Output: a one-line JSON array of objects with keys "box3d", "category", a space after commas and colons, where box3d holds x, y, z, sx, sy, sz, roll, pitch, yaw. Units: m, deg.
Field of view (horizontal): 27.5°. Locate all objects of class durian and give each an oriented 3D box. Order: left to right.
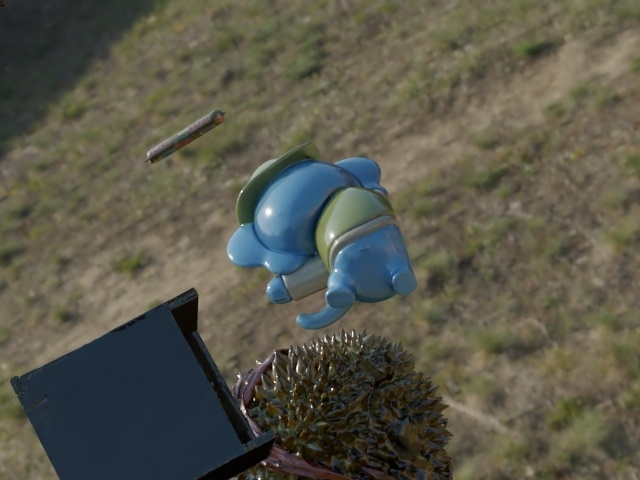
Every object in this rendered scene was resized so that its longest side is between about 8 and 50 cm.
[{"box3d": [0.011, 0.301, 1.720, 0.347, 0.347, 0.384, 19, 85, 61], "category": "durian"}]

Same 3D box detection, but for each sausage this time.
[{"box3d": [-0.129, -0.099, 1.245, 0.100, 0.015, 0.015, -28, 21, 25], "category": "sausage"}]

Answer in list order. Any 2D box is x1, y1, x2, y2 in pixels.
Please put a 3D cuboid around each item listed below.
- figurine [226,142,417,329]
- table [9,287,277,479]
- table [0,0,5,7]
[{"box3d": [0.000, -0.003, 1.445, 0.180, 0.154, 0.262, -47, 39, 14], "category": "figurine"}, {"box3d": [-0.169, 0.179, 1.277, 0.193, 0.169, 0.172, -28, -12, -13], "category": "table"}, {"box3d": [-0.198, -0.209, 0.811, 0.082, 0.070, 0.083, -22, 63, 29], "category": "table"}]
